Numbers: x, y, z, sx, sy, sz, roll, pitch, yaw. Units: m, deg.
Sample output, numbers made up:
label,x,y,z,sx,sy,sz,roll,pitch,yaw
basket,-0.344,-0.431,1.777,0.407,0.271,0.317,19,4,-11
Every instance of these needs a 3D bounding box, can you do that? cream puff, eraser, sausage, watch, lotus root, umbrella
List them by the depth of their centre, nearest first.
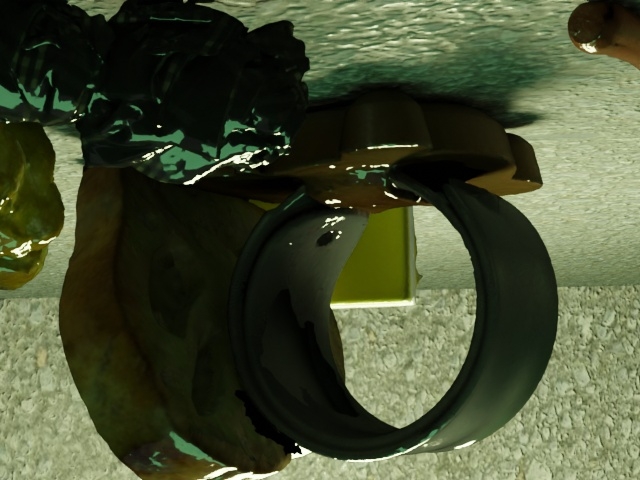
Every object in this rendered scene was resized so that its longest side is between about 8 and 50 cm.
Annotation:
label,x,y,z,sx,sy,sz,roll,pitch,yaw
umbrella,-0.176,-0.117,1.131,0.337,0.128,0.154,5,157,-8
sausage,0.233,-0.144,1.260,0.040,0.047,0.177,-20,163,30
cream puff,-0.324,-0.038,1.372,0.244,0.196,0.244,-4,171,-1
watch,0.047,0.046,1.621,0.335,0.326,0.314,-5,172,30
lotus root,-0.121,0.075,1.711,0.111,0.375,0.390,-30,-175,29
eraser,0.000,0.000,1.927,0.226,0.158,0.069,-2,171,7

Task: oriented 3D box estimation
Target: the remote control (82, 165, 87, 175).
label,x,y,z,sx,sy,sz,roll,pitch,yaw
remote control,-0.151,-0.074,1.826,0.212,0.028,0.059,-2,176,4
